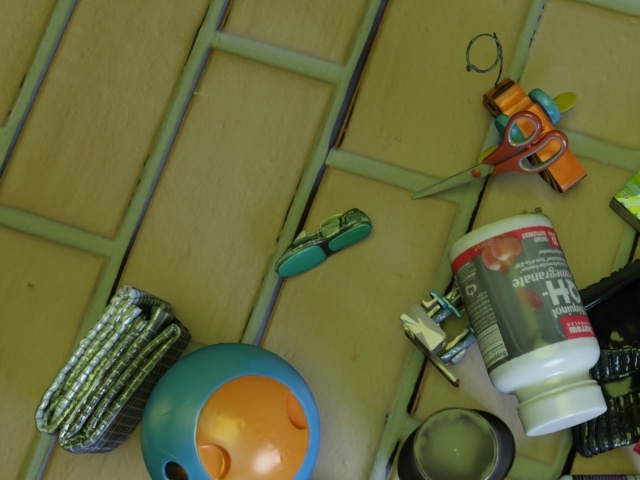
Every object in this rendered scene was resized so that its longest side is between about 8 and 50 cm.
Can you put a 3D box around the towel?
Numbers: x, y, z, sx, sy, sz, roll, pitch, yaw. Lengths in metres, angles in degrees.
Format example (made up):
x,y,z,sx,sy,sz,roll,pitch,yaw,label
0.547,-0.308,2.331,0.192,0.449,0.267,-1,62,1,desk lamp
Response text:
x,y,z,sx,sy,sz,roll,pitch,yaw,label
-0.330,0.225,1.899,0.121,0.235,0.284,35,84,10,towel

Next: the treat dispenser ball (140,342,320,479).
x,y,z,sx,sy,sz,roll,pitch,yaw,label
-0.144,0.308,1.826,0.288,0.288,0.288,-2,76,7,treat dispenser ball

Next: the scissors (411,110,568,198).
x,y,z,sx,sy,sz,roll,pitch,yaw,label
0.287,-0.115,1.946,0.109,0.021,0.297,42,127,-12,scissors

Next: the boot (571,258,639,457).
x,y,z,sx,sy,sz,roll,pitch,yaw,label
0.529,0.178,1.827,0.348,0.131,0.260,-30,67,25,boot

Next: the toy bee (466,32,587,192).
x,y,z,sx,sy,sz,roll,pitch,yaw,label
0.351,-0.225,1.982,0.195,0.162,0.298,-16,100,-5,toy bee

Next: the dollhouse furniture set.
x,y,z,sx,sy,sz,roll,pitch,yaw,label
0.224,0.145,1.872,0.129,0.184,0.129,-42,76,-4,dollhouse furniture set

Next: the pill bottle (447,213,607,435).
x,y,z,sx,sy,sz,roll,pitch,yaw,label
0.328,0.134,1.779,0.176,0.176,0.319,-18,71,2,pill bottle

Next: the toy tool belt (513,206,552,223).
x,y,z,sx,sy,sz,roll,pitch,yaw,label
0.355,-0.026,1.974,0.083,0.052,0.051,-26,43,-3,toy tool belt

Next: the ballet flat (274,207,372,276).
x,y,z,sx,sy,sz,roll,pitch,yaw,label
0.000,0.000,2.008,0.188,0.070,0.070,-25,75,-1,ballet flat

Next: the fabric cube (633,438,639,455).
x,y,z,sx,sy,sz,roll,pitch,yaw,label
0.684,0.312,1.691,0.258,0.254,0.259,41,83,-15,fabric cube

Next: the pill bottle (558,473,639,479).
x,y,z,sx,sy,sz,roll,pitch,yaw,label
0.434,0.427,1.816,0.193,0.108,0.108,-1,76,7,pill bottle

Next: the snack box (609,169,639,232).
x,y,z,sx,sy,sz,roll,pitch,yaw,label
0.627,-0.057,1.930,0.174,0.070,0.207,-44,74,-4,snack box

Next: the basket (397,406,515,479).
x,y,z,sx,sy,sz,roll,pitch,yaw,label
0.213,0.338,1.805,0.204,0.227,0.154,-23,75,2,basket
